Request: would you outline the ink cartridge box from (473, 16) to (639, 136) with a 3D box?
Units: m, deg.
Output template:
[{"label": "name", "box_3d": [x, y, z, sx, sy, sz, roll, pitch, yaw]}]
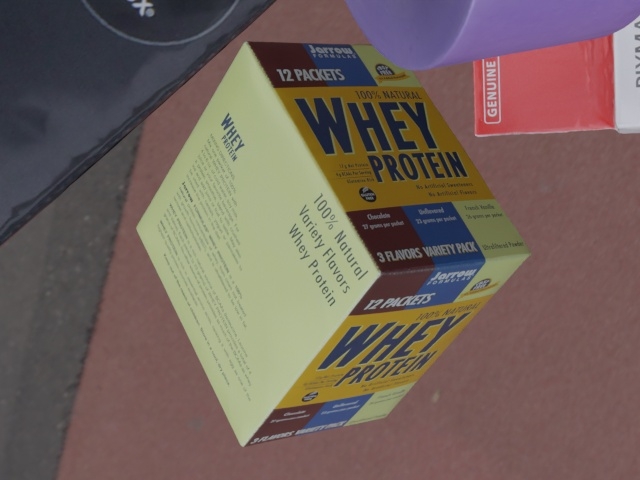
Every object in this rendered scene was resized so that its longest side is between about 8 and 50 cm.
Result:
[{"label": "ink cartridge box", "box_3d": [0.255, -0.240, 1.138, 0.261, 0.066, 0.296, -2, 90, 12]}]

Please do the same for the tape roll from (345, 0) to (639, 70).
[{"label": "tape roll", "box_3d": [0.057, -0.163, 0.501, 0.189, 0.080, 0.189, 167, 90, -73]}]

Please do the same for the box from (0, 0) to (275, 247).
[{"label": "box", "box_3d": [-0.155, -0.042, 0.391, 0.270, 0.165, 0.143, -43, 103, -4]}]

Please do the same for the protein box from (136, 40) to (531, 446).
[{"label": "protein box", "box_3d": [0.000, 0.000, 0.935, 0.201, 0.136, 0.199, -54, 54, 40]}]
